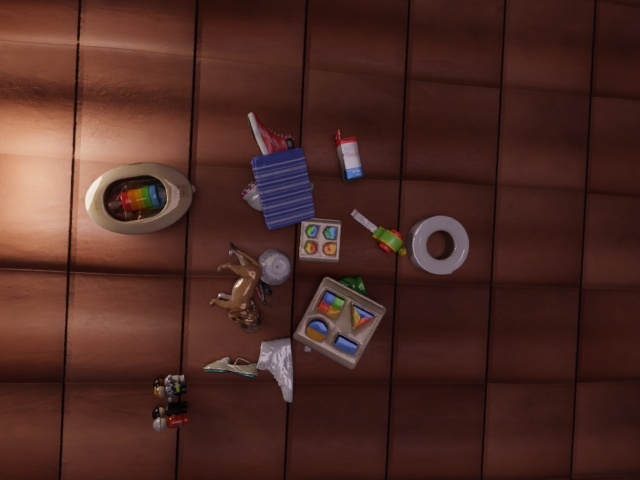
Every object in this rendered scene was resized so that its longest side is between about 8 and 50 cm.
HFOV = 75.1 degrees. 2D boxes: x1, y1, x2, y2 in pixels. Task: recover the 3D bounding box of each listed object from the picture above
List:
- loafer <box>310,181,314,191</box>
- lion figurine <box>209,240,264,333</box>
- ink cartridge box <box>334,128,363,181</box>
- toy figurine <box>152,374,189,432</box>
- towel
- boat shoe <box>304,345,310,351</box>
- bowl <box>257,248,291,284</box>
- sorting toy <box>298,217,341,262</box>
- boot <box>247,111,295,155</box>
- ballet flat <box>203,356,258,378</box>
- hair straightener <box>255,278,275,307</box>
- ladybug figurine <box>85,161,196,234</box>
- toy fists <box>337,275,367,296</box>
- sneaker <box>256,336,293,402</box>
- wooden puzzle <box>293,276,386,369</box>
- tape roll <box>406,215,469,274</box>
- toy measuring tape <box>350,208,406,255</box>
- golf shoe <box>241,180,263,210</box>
[{"bbox_3d":[-0.072,-0.218,1.967,0.045,0.039,0.125,32,83,26],"label":"loafer"},{"bbox_3d":[-0.341,0.216,1.859,0.241,0.142,0.391,16,104,10],"label":"lion figurine"},{"bbox_3d":[0.129,-0.396,1.938,0.078,0.134,0.230,-11,93,-6],"label":"ink cartridge box"},{"bbox_3d":[-0.659,0.701,1.810,0.148,0.213,0.209,-5,92,-21],"label":"toy figurine"},{"bbox_3d":[-0.163,-0.232,1.874,0.244,0.040,0.335,-17,112,-16],"label":"towel"},{"bbox_3d":[-0.069,0.480,1.975,0.035,0.035,0.100,-7,98,-10],"label":"boat shoe"},{"bbox_3d":[-0.202,0.120,1.909,0.170,0.080,0.169,2,85,-21],"label":"bowl"},{"bbox_3d":[0.000,0.000,1.975,0.193,0.038,0.208,4,90,-8],"label":"sorting toy"},{"bbox_3d":[-0.218,-0.495,1.919,0.176,0.088,0.244,-26,101,-8],"label":"boot"},{"bbox_3d":[-0.407,0.579,1.917,0.249,0.086,0.086,11,89,-9],"label":"ballet flat"},{"bbox_3d":[-0.268,0.203,1.935,0.089,0.047,0.230,-24,88,-7],"label":"hair straightener"},{"bbox_3d":[-0.765,-0.180,1.808,0.450,0.162,0.304,-8,91,-7],"label":"ladybug figurine"},{"bbox_3d":[0.160,0.310,1.972,0.142,0.096,0.278,-17,94,-3],"label":"toy fists"},{"bbox_3d":[-0.211,0.604,1.928,0.169,0.108,0.292,-4,82,-6],"label":"sneaker"},{"bbox_3d":[0.083,0.384,1.893,0.322,0.080,0.347,28,98,2],"label":"wooden puzzle"},{"bbox_3d":[0.566,0.023,2.019,0.287,0.100,0.285,0,91,-8],"label":"tape roll"},{"bbox_3d":[0.285,-0.036,1.975,0.330,0.121,0.121,39,86,-6],"label":"toy measuring tape"},{"bbox_3d":[-0.216,-0.260,1.920,0.306,0.115,0.140,-39,111,-3],"label":"golf shoe"}]
